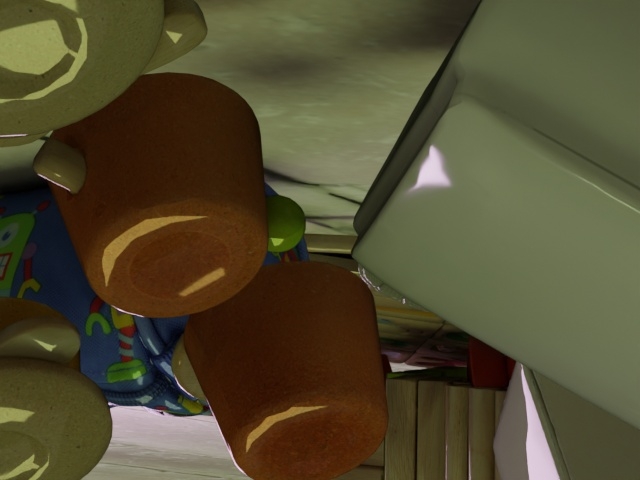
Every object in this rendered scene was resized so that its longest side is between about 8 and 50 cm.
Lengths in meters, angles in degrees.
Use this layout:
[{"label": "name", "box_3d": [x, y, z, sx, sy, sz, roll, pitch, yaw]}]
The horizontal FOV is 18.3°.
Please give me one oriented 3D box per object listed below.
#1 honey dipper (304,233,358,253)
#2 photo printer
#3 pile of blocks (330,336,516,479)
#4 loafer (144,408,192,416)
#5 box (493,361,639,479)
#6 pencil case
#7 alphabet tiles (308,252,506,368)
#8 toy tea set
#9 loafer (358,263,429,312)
[{"label": "honey dipper", "box_3d": [0.000, 0.000, 1.044, 0.160, 0.030, 0.030, 4, 170, 11]}, {"label": "photo printer", "box_3d": [0.169, 0.021, 0.615, 0.307, 0.107, 0.256, 29, 168, -1]}, {"label": "pile of blocks", "box_3d": [0.110, 0.113, 1.245, 0.149, 0.113, 0.362, 0, -179, -35]}, {"label": "loafer", "box_3d": [-0.066, 0.091, 1.333, 0.061, 0.062, 0.170, 12, 169, -39]}, {"label": "box", "box_3d": [0.253, 0.095, 0.972, 0.311, 0.121, 0.148, -12, 155, -9]}, {"label": "pencil case", "box_3d": [-0.153, 0.039, 0.993, 0.306, 0.133, 0.119, -8, 140, 37]}, {"label": "alphabet tiles", "box_3d": [0.072, 0.054, 1.244, 0.342, 0.011, 0.285, 9, 168, -4]}, {"label": "toy tea set", "box_3d": [-0.102, -0.017, 0.672, 0.200, 0.124, 0.336, -24, 141, 9]}, {"label": "loafer", "box_3d": [0.085, 0.018, 1.083, 0.125, 0.039, 0.045, 14, 143, 7]}]
